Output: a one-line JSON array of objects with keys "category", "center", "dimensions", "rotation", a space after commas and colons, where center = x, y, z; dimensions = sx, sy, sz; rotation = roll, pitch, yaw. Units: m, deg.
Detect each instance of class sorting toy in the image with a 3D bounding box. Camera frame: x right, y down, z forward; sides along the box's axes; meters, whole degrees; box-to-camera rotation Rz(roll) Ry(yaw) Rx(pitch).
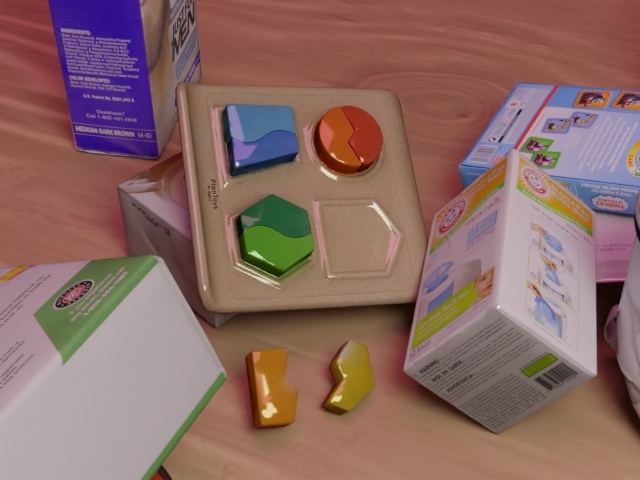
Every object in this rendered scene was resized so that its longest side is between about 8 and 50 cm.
[{"category": "sorting toy", "center": [0.000, 0.000, 0.843], "dimensions": [0.229, 0.041, 0.307], "rotation": [0, 69, -24]}]

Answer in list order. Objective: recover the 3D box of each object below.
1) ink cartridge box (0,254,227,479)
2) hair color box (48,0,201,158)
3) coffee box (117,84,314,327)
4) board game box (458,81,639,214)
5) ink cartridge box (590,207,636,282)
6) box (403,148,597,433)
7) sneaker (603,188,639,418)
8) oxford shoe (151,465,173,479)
[{"category": "ink cartridge box", "center": [-0.240, 0.119, 0.685], "dimensions": [0.278, 0.117, 0.201], "rotation": [-5, 33, 36]}, {"category": "hair color box", "center": [-0.208, -0.279, 1.045], "dimensions": [0.110, 0.339, 0.185], "rotation": [6, 41, 8]}, {"category": "coffee box", "center": [-0.053, -0.041, 0.953], "dimensions": [0.246, 0.098, 0.141], "rotation": [-32, 50, -31]}, {"category": "board game box", "center": [0.265, -0.094, 0.956], "dimensions": [0.211, 0.039, 0.160], "rotation": [10, 44, 32]}, {"category": "ink cartridge box", "center": [0.387, -0.029, 0.914], "dimensions": [0.296, 0.066, 0.261], "rotation": [-3, 39, 17]}, {"category": "box", "center": [0.156, 0.038, 0.824], "dimensions": [0.103, 0.114, 0.203], "rotation": [35, 41, -15]}, {"category": "sneaker", "center": [0.369, 0.106, 0.706], "dimensions": [0.366, 0.210, 0.137], "rotation": [38, 54, 26]}, {"category": "oxford shoe", "center": [-0.161, 0.243, 0.637], "dimensions": [0.098, 0.097, 0.271], "rotation": [-26, 20, 20]}]
